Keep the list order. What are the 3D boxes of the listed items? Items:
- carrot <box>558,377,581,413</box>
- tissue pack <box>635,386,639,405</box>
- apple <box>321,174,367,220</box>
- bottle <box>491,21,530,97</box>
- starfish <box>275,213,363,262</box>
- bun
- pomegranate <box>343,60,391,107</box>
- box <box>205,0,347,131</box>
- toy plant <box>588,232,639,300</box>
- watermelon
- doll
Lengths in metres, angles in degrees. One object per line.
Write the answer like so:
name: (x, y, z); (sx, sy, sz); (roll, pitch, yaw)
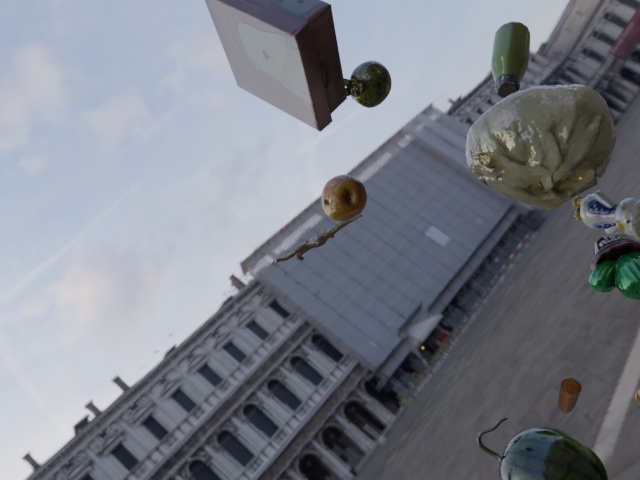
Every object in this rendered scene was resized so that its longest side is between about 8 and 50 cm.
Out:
carrot: (0.604, 0.384, 1.389); (0.048, 0.048, 0.139); (-47, -35, -21)
tissue pack: (0.677, 0.311, 0.950); (0.195, 0.145, 0.274); (-32, -4, 16)
apple: (0.075, -0.132, 1.743); (0.146, 0.147, 0.146); (-48, -16, -19)
bottle: (0.586, -0.555, 1.760); (0.112, 0.112, 0.260); (98, -174, -60)
starfish: (-0.003, -0.005, 1.726); (0.295, 0.048, 0.231); (-32, -4, -3)
bun: (0.546, -0.207, 1.417); (0.365, 0.366, 0.219); (97, 177, -61)
pomegranate: (0.144, -0.530, 1.914); (0.220, 0.156, 0.156); (-3, -47, -40)
box: (-0.067, -0.316, 0.947); (0.086, 0.215, 0.215); (-47, -28, -17)
toy plant: (0.604, 0.060, 1.129); (0.200, 0.143, 0.105); (-75, -24, -60)
watermelon: (0.319, 0.338, 0.834); (0.141, 0.188, 0.140); (-30, -52, -48)
doll: (0.803, -0.069, 1.534); (0.119, 0.138, 0.293); (-29, 20, -15)
